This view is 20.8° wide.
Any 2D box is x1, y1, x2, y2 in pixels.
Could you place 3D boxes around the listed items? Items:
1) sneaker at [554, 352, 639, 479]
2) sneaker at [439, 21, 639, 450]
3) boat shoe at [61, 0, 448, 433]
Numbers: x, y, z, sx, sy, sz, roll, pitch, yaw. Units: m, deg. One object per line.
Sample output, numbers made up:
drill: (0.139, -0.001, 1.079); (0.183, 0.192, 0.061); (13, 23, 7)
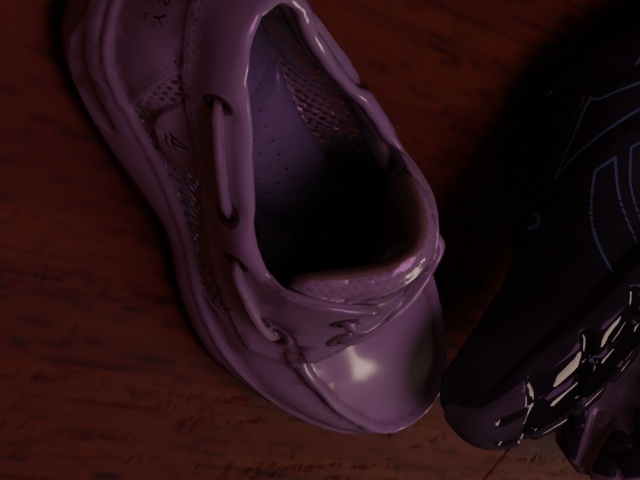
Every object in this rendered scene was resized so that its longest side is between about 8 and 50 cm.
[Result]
sneaker: (0.201, -0.001, 0.897); (0.275, 0.107, 0.110); (-60, 158, 4)
sneaker: (0.130, -0.018, 0.790); (0.267, 0.106, 0.101); (-46, 160, -23)
boat shoe: (0.000, 0.000, 0.671); (0.098, 0.096, 0.277); (-52, 139, -18)
